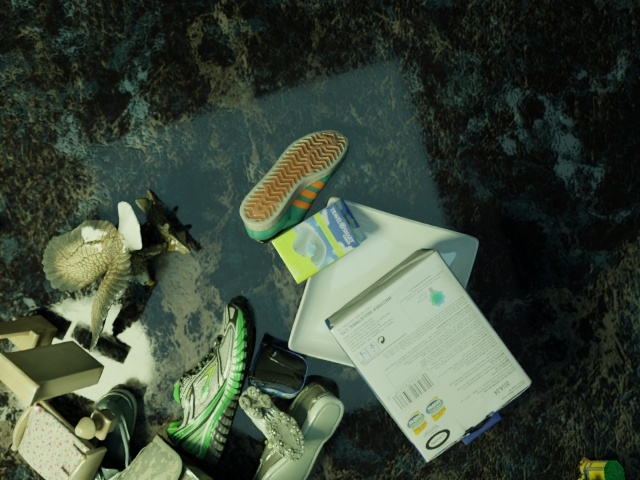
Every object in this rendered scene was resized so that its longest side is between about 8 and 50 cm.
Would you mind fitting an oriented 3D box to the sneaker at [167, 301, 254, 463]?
[{"bbox_3d":[-0.233,0.292,1.301,0.146,0.134,0.344,18,90,-1],"label":"sneaker"}]

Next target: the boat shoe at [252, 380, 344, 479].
[{"bbox_3d":[-0.065,0.448,1.331,0.109,0.091,0.305,31,93,-41],"label":"boat shoe"}]

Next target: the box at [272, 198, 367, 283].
[{"bbox_3d":[0.000,0.000,1.304,0.178,0.042,0.109,-32,92,-1],"label":"box"}]

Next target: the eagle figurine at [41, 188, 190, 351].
[{"bbox_3d":[-0.424,0.057,1.266,0.298,0.226,0.225,-35,112,-6],"label":"eagle figurine"}]

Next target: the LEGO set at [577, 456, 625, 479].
[{"bbox_3d":[0.602,0.647,1.346,0.331,0.192,0.255,44,60,-5],"label":"LEGO set"}]

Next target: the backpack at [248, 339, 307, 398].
[{"bbox_3d":[-0.088,0.286,1.321,0.114,0.084,0.105,17,60,3],"label":"backpack"}]

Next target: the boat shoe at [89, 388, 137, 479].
[{"bbox_3d":[-0.456,0.484,1.311,0.116,0.099,0.320,6,90,-1],"label":"boat shoe"}]

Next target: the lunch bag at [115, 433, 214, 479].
[{"bbox_3d":[-0.303,0.560,1.217,0.287,0.169,0.235,35,73,11],"label":"lunch bag"}]

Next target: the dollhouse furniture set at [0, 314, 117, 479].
[{"bbox_3d":[-0.604,0.380,1.239,0.303,0.173,0.356,31,103,22],"label":"dollhouse furniture set"}]

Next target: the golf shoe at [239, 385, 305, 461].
[{"bbox_3d":[-0.097,0.378,1.273,0.069,0.086,0.176,-36,77,-20],"label":"golf shoe"}]

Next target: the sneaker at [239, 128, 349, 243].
[{"bbox_3d":[-0.053,-0.116,1.327,0.108,0.121,0.302,39,70,19],"label":"sneaker"}]

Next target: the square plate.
[{"bbox_3d":[0.137,0.116,1.355,0.343,0.049,0.347,16,90,-3],"label":"square plate"}]

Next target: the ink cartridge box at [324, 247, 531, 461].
[{"bbox_3d":[0.231,0.251,1.262,0.270,0.151,0.395,-36,92,0],"label":"ink cartridge box"}]
